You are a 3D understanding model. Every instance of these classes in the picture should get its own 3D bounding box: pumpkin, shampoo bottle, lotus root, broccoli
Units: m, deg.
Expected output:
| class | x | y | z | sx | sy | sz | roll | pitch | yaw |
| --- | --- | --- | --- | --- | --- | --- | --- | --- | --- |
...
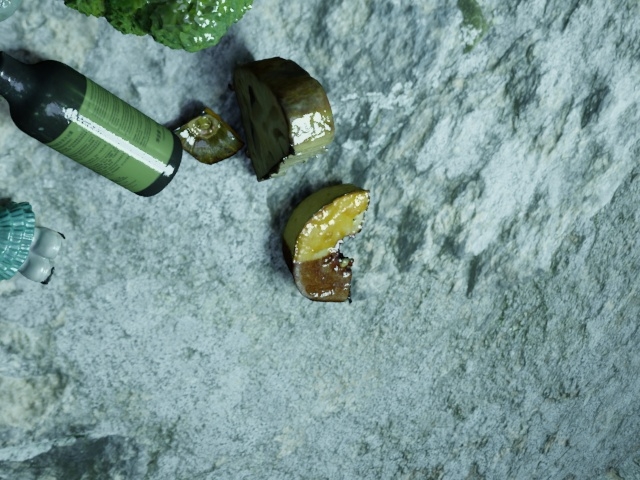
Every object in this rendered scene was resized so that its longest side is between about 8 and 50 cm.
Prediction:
| class | x | y | z | sx | sy | sz | roll | pitch | yaw |
| --- | --- | --- | --- | --- | --- | --- | --- | --- | --- |
| pumpkin | -0.168 | -0.152 | 1.119 | 0.073 | 0.035 | 0.101 | -36 | 135 | 13 |
| shampoo bottle | -0.308 | -0.156 | 0.976 | 0.284 | 0.101 | 0.101 | 31 | 100 | -42 |
| lotus root | -0.063 | -0.171 | 1.078 | 0.074 | 0.260 | 0.170 | -25 | 99 | -17 |
| broccoli | -0.194 | -0.355 | 0.899 | 0.302 | 0.186 | 0.254 | 41 | 99 | 0 |

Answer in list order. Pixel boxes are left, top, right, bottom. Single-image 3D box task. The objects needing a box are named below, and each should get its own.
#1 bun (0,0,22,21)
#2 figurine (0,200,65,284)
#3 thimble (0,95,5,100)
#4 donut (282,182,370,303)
| class | x | y | z | sx | sy | sz | roll | pitch | yaw |
| --- | --- | --- | --- | --- | --- | --- | --- | --- | --- |
| bun | -0.381 | -0.283 | 0.879 | 0.083 | 0.045 | 0.083 | -14 | 122 | -24 |
| figurine | -0.448 | -0.022 | 0.979 | 0.245 | 0.110 | 0.138 | 23 | 96 | -44 |
| thimble | -0.436 | -0.171 | 0.812 | 0.148 | 0.229 | 0.196 | -17 | 168 | -32 |
| donut | 0.001 | -0.001 | 1.295 | 0.141 | 0.085 | 0.217 | -2 | 120 | -32 |
